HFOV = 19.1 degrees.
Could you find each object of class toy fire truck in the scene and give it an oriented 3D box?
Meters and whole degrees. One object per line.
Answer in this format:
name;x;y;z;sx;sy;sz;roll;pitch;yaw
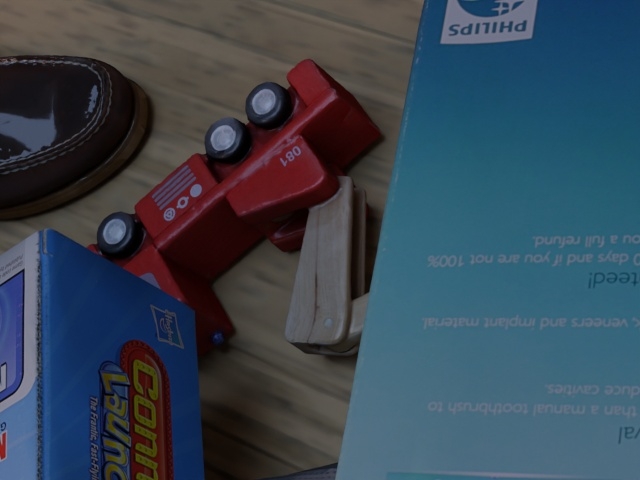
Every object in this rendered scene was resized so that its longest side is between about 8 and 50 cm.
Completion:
toy fire truck;0.000;0.000;0.790;0.192;0.047;0.135;-40;55;10

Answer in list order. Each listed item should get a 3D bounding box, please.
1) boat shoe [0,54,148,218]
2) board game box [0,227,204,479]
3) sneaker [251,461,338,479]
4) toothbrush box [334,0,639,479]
boat shoe;-0.185;-0.048;0.907;0.207;0.073;0.073;-13;61;24
board game box;-0.176;0.197;0.720;0.308;0.086;0.302;-30;48;30
sneaker;0.097;0.033;0.666;0.296;0.124;0.178;-10;68;18
toothbrush box;0.087;0.107;0.434;0.126;0.216;0.295;-1;58;19
